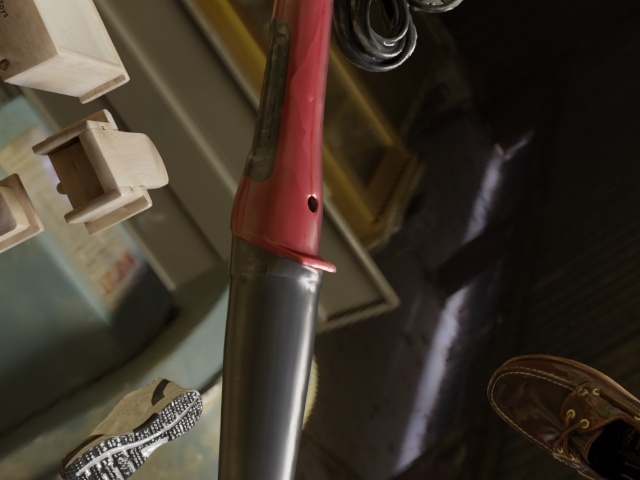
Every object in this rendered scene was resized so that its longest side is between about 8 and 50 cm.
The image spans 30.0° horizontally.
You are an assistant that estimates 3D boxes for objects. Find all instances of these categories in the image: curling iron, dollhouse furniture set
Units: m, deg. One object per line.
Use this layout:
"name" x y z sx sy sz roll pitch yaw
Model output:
"curling iron" 0.000 0.000 0.382 0.035 0.068 0.274 151 -48 -66
"dollhouse furniture set" -0.340 -0.088 0.926 0.355 0.303 0.174 -26 180 8

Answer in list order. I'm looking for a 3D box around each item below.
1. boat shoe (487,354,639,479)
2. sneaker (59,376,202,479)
"boat shoe" 0.221 0.150 0.930 0.207 0.073 0.073 21 -159 25
"sneaker" -0.135 0.133 0.825 0.109 0.040 0.044 -30 -143 -30
